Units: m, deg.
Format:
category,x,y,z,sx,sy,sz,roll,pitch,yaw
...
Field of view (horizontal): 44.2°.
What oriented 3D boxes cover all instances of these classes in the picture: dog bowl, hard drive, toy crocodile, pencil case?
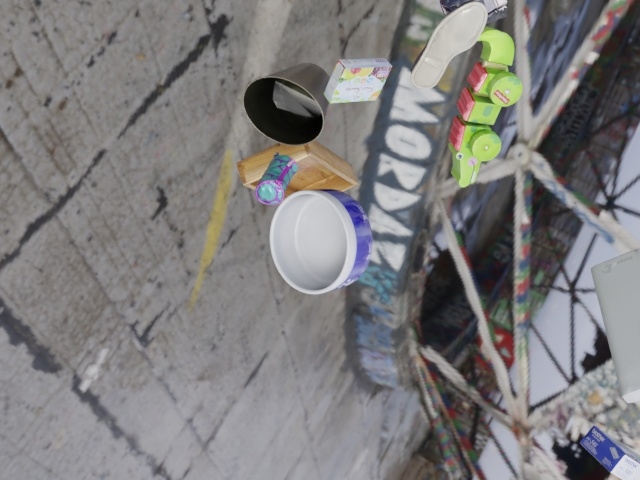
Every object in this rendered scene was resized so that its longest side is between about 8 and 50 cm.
category,x,y,z,sx,sy,sz,roll,pitch,yaw
dog bowl,0.000,0.000,2.014,0.104,0.265,0.265,-9,124,-50
hard drive,0.645,0.141,1.505,0.040,0.203,0.307,41,36,-35
toy crocodile,0.325,-0.270,1.624,0.115,0.105,0.340,-104,-158,-53
pencil case,-0.095,-0.136,1.730,0.070,0.064,0.151,-40,-164,28

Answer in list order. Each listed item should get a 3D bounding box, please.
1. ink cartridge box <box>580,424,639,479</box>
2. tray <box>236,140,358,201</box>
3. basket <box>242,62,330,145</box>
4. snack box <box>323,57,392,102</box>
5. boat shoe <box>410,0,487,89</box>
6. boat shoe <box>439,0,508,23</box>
category,x,y,z,sx,sy,sz,roll,pitch,yaw
ink cartridge box,0.585,0.425,1.462,0.046,0.207,0.097,-54,-154,7
tray,-0.053,-0.187,2.207,0.203,0.076,0.411,-23,165,16
basket,-0.058,-0.345,1.922,0.154,0.204,0.227,-64,177,30
snack box,0.086,-0.368,1.814,0.141,0.037,0.100,-11,144,-35
boat shoe,0.231,-0.368,1.441,0.206,0.075,0.065,-51,-162,45
boat shoe,0.395,-0.765,2.272,0.158,0.340,0.127,-29,176,1
